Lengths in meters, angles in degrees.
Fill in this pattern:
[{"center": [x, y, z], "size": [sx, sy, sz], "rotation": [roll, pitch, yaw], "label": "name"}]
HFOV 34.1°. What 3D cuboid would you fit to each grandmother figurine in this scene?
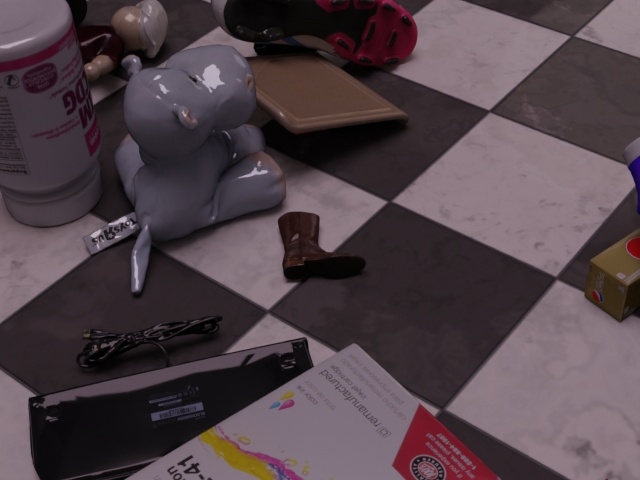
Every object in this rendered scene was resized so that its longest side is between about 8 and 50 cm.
[{"center": [-0.381, -0.284, 1.604], "size": [0.342, 0.104, 0.208], "rotation": [-31, 43, -26], "label": "grandmother figurine"}]

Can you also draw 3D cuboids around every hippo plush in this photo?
[{"center": [-0.194, -0.139, 1.331], "size": [0.294, 0.237, 0.234], "rotation": [-31, 49, -27], "label": "hippo plush"}]

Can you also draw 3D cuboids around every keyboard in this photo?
[{"center": [-0.163, 0.164, 1.152], "size": [0.317, 0.033, 0.201], "rotation": [-11, 49, -9], "label": "keyboard"}]

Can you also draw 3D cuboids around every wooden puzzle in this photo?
[{"center": [-0.024, -0.210, 1.497], "size": [0.238, 0.044, 0.221], "rotation": [-7, 36, -40], "label": "wooden puzzle"}]

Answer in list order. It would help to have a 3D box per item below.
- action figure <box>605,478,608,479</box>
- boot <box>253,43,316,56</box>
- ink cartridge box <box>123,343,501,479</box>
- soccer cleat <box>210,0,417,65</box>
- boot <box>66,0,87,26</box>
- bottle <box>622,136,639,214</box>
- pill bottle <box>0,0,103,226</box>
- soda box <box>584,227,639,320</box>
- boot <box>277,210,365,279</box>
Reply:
[{"center": [0.320, 0.271, 1.003], "size": [0.115, 0.030, 0.038], "rotation": [27, 45, 27], "label": "action figure"}, {"center": [-0.048, -0.332, 1.676], "size": [0.099, 0.045, 0.121], "rotation": [9, 48, 13], "label": "boot"}, {"center": [-0.018, 0.264, 0.959], "size": [0.306, 0.131, 0.226], "rotation": [-27, 48, -26], "label": "ink cartridge box"}, {"center": [-0.011, -0.348, 1.589], "size": [0.331, 0.116, 0.143], "rotation": [5, 25, -27], "label": "soccer cleat"}, {"center": [-0.542, -0.380, 1.725], "size": [0.229, 0.091, 0.263], "rotation": [19, 31, 33], "label": "boot"}, {"center": [0.427, 0.008, 1.159], "size": [0.118, 0.092, 0.283], "rotation": [-13, 68, -24], "label": "bottle"}, {"center": [-0.372, -0.166, 1.339], "size": [0.160, 0.283, 0.160], "rotation": [-2, 43, 2], "label": "pill bottle"}, {"center": [0.400, 0.019, 1.245], "size": [0.181, 0.061, 0.058], "rotation": [-30, 48, -26], "label": "soda box"}, {"center": [0.000, 0.000, 1.319], "size": [0.106, 0.037, 0.114], "rotation": [-3, 38, -2], "label": "boot"}]
